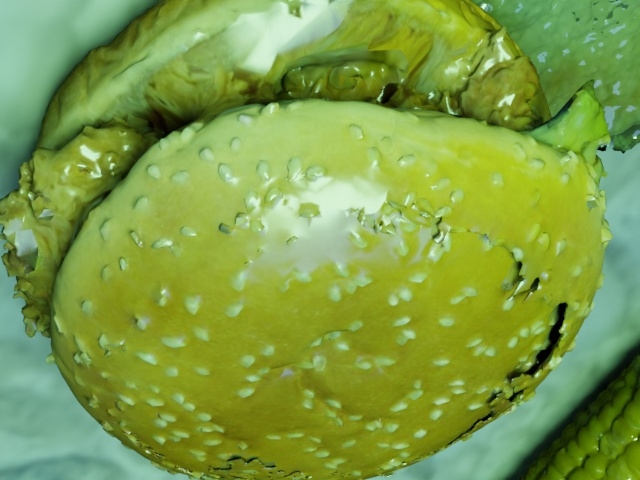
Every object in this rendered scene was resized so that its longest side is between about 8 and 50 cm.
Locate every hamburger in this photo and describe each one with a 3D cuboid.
[{"bbox_3d":[-0.009,0.002,0.484,0.191,0.118,0.181,13,129,-24],"label":"hamburger"}]

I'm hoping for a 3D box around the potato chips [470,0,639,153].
[{"bbox_3d":[0.116,-0.117,0.512,0.220,0.029,0.202,-36,134,12],"label":"potato chips"}]

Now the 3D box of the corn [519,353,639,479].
[{"bbox_3d":[0.113,0.153,0.693,0.097,0.097,0.319,20,116,-36],"label":"corn"}]
